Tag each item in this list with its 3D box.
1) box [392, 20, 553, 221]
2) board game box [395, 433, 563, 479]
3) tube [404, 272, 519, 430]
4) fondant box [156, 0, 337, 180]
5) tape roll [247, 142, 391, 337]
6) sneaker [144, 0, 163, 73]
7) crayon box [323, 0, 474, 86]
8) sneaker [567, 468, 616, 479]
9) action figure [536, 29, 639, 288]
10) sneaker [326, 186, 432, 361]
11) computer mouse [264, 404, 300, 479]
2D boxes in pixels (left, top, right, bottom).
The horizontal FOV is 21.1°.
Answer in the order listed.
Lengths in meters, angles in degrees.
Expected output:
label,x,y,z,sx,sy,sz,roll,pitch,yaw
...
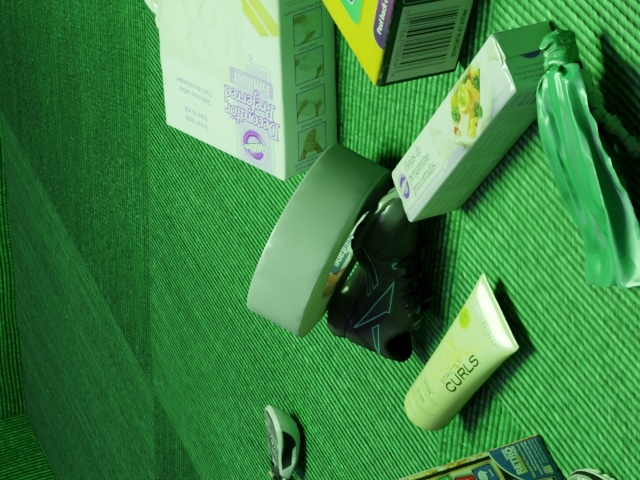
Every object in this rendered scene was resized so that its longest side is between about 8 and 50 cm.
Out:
label,x,y,z,sx,sy,sz,roll,pitch,yaw
box,0.154,-0.112,1.718,0.324,0.067,0.063,123,130,-64
board game box,0.170,0.294,1.766,0.045,0.194,0.146,105,145,-52
tube,0.155,0.132,1.893,0.070,0.062,0.240,31,145,1
fondant box,-0.095,-0.268,2.122,0.238,0.096,0.330,27,132,40
tape roll,0.000,0.000,1.978,0.072,0.219,0.219,27,144,9
sneaker,-0.175,-0.340,2.406,0.118,0.107,0.279,-13,94,51
crayon box,0.061,-0.393,1.713,0.363,0.106,0.313,102,148,-49
sneaker,0.275,0.291,1.662,0.063,0.075,0.170,97,151,-44
action figure,0.241,-0.075,1.522,0.137,0.064,0.232,-8,100,71
sneaker,0.090,0.037,1.980,0.106,0.101,0.267,39,143,19
computer mouse,-0.050,0.317,2.565,0.193,0.042,0.106,88,161,-44
